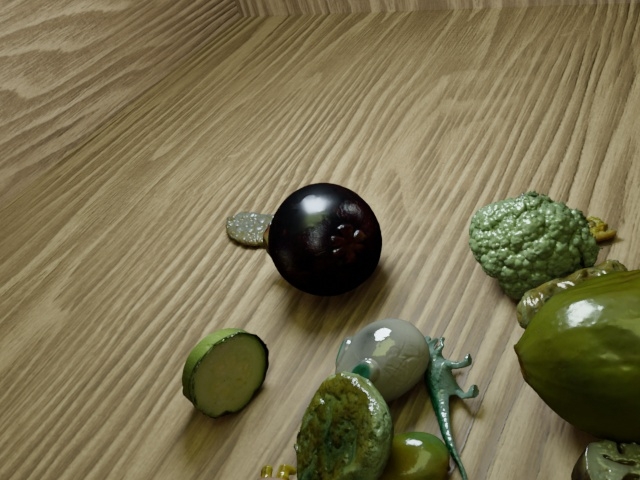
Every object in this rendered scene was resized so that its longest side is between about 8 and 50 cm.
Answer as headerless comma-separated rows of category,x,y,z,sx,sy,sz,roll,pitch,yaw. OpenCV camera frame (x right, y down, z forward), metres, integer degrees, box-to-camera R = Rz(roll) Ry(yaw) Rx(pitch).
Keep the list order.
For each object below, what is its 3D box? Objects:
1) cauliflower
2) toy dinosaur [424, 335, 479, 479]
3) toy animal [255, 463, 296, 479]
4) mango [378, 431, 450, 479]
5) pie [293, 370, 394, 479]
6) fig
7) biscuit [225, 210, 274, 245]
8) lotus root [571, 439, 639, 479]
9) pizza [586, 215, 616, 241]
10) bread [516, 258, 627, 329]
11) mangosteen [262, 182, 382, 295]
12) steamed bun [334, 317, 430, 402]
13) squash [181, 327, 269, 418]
cauliflower,0.525,0.003,1.461,0.272,0.275,0.250,-35,-10,29
toy dinosaur,0.289,0.319,1.265,0.129,0.076,0.382,-42,27,21
toy animal,-0.102,0.535,1.128,0.156,0.156,0.229,-7,37,13
mango,0.163,0.446,1.179,0.191,0.085,0.122,-22,48,14
pie,0.034,0.393,1.201,0.277,0.079,0.276,-29,49,39
fig,0.551,0.223,1.118,0.344,0.343,0.343,-11,40,9
biscuit,-0.193,-0.033,1.893,0.290,0.038,0.141,5,46,28
lotus root,0.545,0.439,1.009,0.235,0.118,0.138,14,49,30
pizza,0.683,-0.030,1.563,0.160,0.035,0.099,-2,42,19
bread,0.570,0.147,1.321,0.268,0.130,0.152,-19,73,1
mangosteen,0.000,0.000,1.609,0.307,0.306,0.347,-34,14,-19
steamed bun,0.126,0.264,1.331,0.228,0.130,0.177,-38,33,-3
squash,-0.236,0.290,1.398,0.220,0.220,0.133,-40,47,-25
